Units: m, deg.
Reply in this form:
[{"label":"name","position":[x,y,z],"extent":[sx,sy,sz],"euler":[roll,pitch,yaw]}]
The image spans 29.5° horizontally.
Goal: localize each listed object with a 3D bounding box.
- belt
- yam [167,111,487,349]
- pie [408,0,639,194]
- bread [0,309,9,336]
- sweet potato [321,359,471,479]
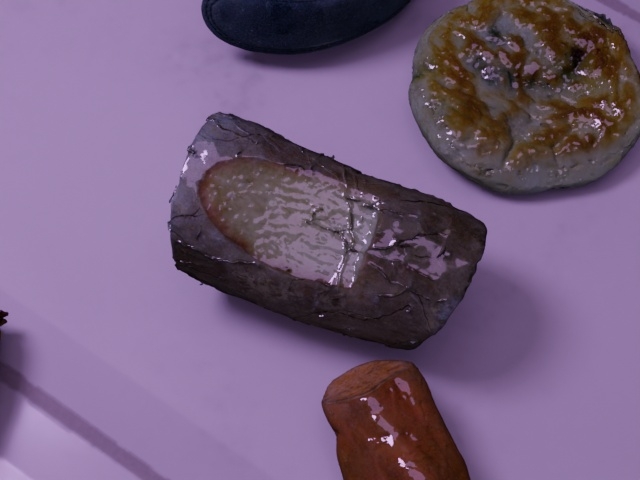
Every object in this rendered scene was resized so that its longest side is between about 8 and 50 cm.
[{"label":"belt","position":[-0.013,-0.288,1.200],"extent":[0.267,0.116,0.206],"euler":[-35,67,-21]},{"label":"yam","position":[0.000,0.000,1.038],"extent":[0.254,0.154,0.154],"euler":[20,64,0]},{"label":"pie","position":[0.200,-0.146,1.172],"extent":[0.240,0.054,0.240],"euler":[2,62,-3]},{"label":"bread","position":[-0.390,0.109,0.994],"extent":[0.235,0.099,0.210],"euler":[11,63,3]},{"label":"sweet potato","position":[0.074,0.203,0.971],"extent":[0.097,0.097,0.252],"euler":[-18,64,-11]}]
